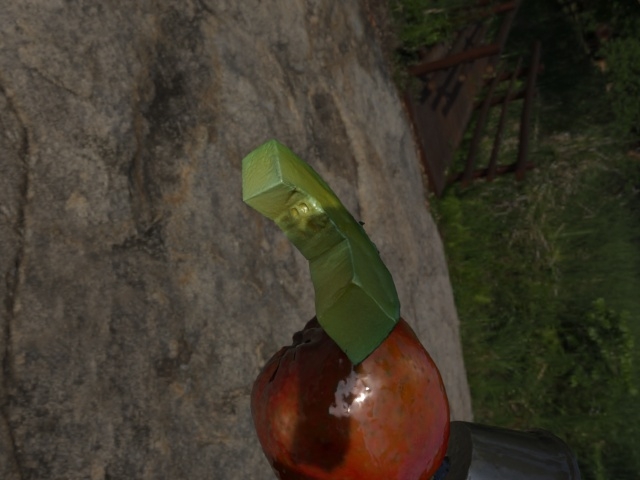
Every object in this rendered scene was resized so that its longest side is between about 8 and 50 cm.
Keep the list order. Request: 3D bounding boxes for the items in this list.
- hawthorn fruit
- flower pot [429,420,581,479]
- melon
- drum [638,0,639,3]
[{"bbox_3d":[0.062,0.236,0.805,0.300,0.254,0.254,50,32,-8],"label":"hawthorn fruit"},{"bbox_3d":[0.246,0.385,0.985,0.166,0.269,0.269,31,43,-9],"label":"flower pot"},{"bbox_3d":[0.000,0.000,0.586,0.209,0.064,0.118,52,24,-5],"label":"melon"},{"bbox_3d":[0.651,-0.348,0.829,0.214,0.431,0.431,115,-5,-47],"label":"drum"}]
